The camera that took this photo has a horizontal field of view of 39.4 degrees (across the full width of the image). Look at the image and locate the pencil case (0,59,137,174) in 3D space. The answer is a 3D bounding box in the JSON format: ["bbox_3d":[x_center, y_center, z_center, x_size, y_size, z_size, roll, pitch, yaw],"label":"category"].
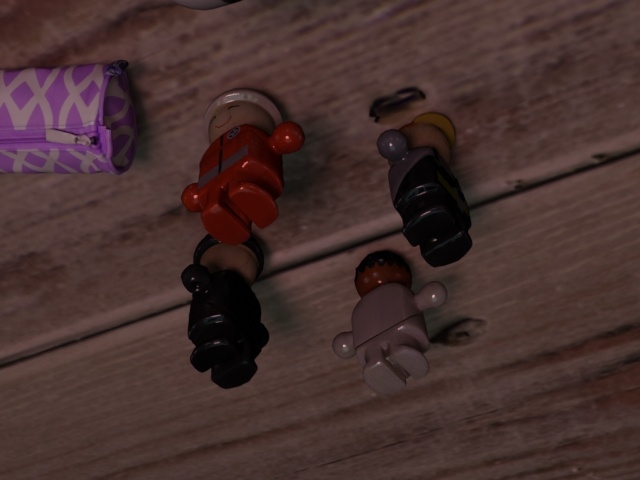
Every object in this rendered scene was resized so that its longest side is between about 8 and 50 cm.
[{"bbox_3d":[-0.235,-0.083,0.656,0.206,0.088,0.086,-2,126,7],"label":"pencil case"}]

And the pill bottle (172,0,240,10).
[{"bbox_3d":[0.052,-0.250,0.438,0.333,0.188,0.188,-15,126,15],"label":"pill bottle"}]

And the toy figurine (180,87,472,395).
[{"bbox_3d":[0.000,0.000,0.677,0.209,0.148,0.213,3,127,-6],"label":"toy figurine"}]
